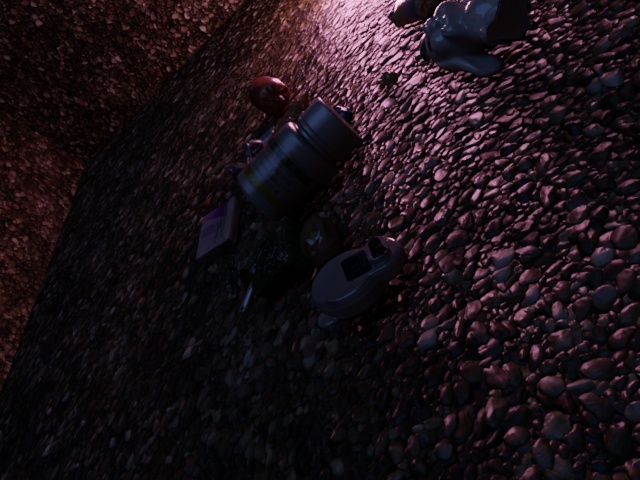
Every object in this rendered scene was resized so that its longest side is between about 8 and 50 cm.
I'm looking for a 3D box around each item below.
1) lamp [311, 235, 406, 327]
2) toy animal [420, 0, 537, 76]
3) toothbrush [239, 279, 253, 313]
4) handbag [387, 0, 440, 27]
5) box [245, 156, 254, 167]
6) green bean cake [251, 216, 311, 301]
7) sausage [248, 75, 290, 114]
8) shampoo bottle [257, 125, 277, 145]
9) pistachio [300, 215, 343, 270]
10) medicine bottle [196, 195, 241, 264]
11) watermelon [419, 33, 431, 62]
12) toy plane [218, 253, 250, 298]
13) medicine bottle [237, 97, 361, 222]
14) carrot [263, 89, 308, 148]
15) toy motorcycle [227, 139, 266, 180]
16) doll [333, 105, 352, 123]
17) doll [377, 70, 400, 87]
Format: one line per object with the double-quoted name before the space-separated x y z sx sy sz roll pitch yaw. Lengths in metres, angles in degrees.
"lamp" 0.089 0.091 1.315 0.246 0.108 0.179 -36 32 12
"toy animal" 0.394 -0.542 1.473 0.249 0.174 0.289 -63 33 7
"toothbrush" -0.171 0.076 1.733 0.030 0.030 0.304 -2 61 50
"handbag" 0.298 -0.743 1.847 0.173 0.095 0.117 16 76 59
"box" -0.174 -0.204 1.915 0.092 0.124 0.172 -27 41 19
"green bean cake" -0.115 0.053 1.612 0.185 0.094 0.184 -47 33 31
"sausage" -0.199 -0.554 2.246 0.148 0.148 0.254 -50 32 5
"shampoo bottle" -0.195 -0.364 2.152 0.099 0.043 0.072 -38 35 23
"pistachio" 0.000 0.000 1.523 0.108 0.126 0.186 -8 38 -5
"medicine bottle" -0.346 -0.035 2.028 0.171 0.052 0.201 -29 41 32
"watermelon" 0.317 -0.562 1.708 0.060 0.085 0.085 1 49 3
"toy plane" -0.280 0.111 1.799 0.188 0.062 0.135 -9 79 50
"medicine bottle" -0.059 -0.231 1.707 0.340 0.208 0.208 -45 34 13
"carrot" -0.094 -0.367 1.872 0.101 0.102 0.263 1 64 52
"toy motorcycle" -0.243 -0.278 2.060 0.215 0.122 0.080 -34 53 27
"doll" 0.066 -0.386 1.845 0.076 0.050 0.083 -49 34 14
"doll" 0.205 -0.485 1.785 0.062 0.051 0.093 -54 4 1
